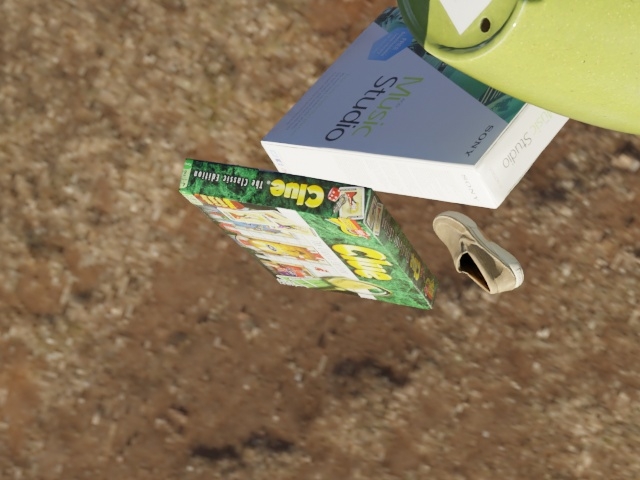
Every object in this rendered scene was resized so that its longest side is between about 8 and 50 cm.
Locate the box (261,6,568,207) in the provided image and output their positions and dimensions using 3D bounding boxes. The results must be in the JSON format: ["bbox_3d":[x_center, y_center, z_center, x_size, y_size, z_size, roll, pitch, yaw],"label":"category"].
[{"bbox_3d":[0.117,-0.144,1.507,0.322,0.058,0.232,11,53,49],"label":"box"}]

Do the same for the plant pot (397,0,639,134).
[{"bbox_3d":[0.206,-0.206,1.142,0.274,0.293,0.275,7,100,49],"label":"plant pot"}]

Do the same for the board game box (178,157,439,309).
[{"bbox_3d":[0.000,0.000,1.119,0.136,0.260,0.030,7,76,17],"label":"board game box"}]

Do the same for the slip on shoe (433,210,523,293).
[{"bbox_3d":[0.157,0.014,1.590,0.041,0.051,0.135,-30,47,-20],"label":"slip on shoe"}]
